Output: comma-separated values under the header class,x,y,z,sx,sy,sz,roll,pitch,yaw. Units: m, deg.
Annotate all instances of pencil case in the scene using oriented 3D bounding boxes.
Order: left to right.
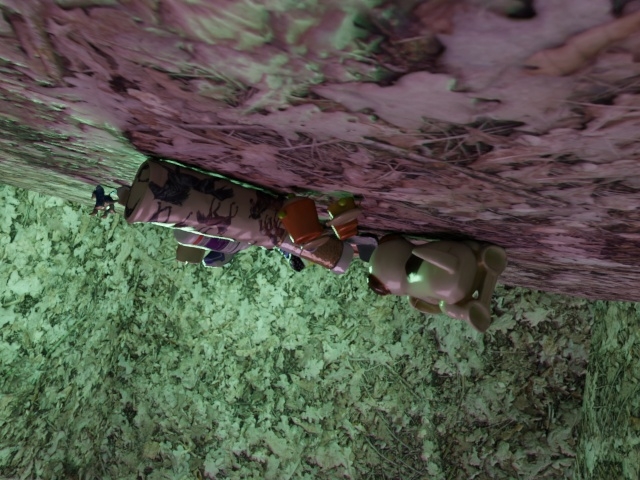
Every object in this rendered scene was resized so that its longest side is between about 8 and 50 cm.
class,x,y,z,sx,sy,sz,roll,pitch,yaw
pencil case,-0.282,-0.082,1.089,0.410,0.160,0.183,13,154,-35

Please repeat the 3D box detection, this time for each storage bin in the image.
class,x,y,z,sx,sy,sz,roll,pitch,yaw
storage bin,-0.587,-0.015,2.023,0.123,0.260,0.262,20,174,-14

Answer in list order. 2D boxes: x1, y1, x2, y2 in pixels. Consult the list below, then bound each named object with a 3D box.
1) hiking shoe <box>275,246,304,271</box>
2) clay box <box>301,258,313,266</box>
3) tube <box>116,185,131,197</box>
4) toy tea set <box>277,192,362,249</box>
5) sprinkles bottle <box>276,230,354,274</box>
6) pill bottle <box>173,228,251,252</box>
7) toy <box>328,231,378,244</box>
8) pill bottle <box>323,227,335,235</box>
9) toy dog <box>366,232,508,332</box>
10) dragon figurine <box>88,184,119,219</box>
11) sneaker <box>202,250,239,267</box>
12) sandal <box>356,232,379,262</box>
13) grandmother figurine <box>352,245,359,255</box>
class,x,y,z,sx,sy,sz,roll,pitch,yaw
hiking shoe,-0.147,0.015,1.907,0.132,0.113,0.304,22,146,38
clay box,-0.043,0.032,1.725,0.053,0.127,0.222,-32,-179,-21
tube,-0.750,-0.182,1.695,0.080,0.052,0.207,20,180,-8
toy tea set,0.005,-0.068,1.137,0.200,0.124,0.336,-22,170,2
sprinkles bottle,-0.056,0.006,1.531,0.355,0.121,0.121,24,171,-19
pill bottle,-0.439,-0.046,1.796,0.181,0.182,0.323,7,174,40
toy,0.098,-0.022,1.609,0.136,0.056,0.237,15,167,-26
pill bottle,0.000,0.000,1.815,0.108,0.108,0.180,13,175,-25
toy dog,0.345,0.119,1.444,0.395,0.285,0.408,15,176,-40
dragon figurine,-0.892,-0.179,1.770,0.085,0.144,0.289,14,156,-39
sneaker,-0.446,-0.014,2.009,0.127,0.182,0.315,-2,-154,35
sandal,0.198,0.022,1.789,0.097,0.054,0.254,19,159,9
grandmother figurine,0.201,0.044,1.945,0.342,0.104,0.208,12,176,1
